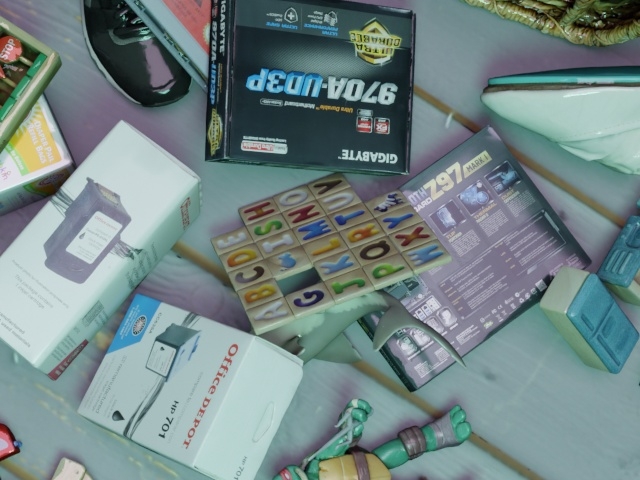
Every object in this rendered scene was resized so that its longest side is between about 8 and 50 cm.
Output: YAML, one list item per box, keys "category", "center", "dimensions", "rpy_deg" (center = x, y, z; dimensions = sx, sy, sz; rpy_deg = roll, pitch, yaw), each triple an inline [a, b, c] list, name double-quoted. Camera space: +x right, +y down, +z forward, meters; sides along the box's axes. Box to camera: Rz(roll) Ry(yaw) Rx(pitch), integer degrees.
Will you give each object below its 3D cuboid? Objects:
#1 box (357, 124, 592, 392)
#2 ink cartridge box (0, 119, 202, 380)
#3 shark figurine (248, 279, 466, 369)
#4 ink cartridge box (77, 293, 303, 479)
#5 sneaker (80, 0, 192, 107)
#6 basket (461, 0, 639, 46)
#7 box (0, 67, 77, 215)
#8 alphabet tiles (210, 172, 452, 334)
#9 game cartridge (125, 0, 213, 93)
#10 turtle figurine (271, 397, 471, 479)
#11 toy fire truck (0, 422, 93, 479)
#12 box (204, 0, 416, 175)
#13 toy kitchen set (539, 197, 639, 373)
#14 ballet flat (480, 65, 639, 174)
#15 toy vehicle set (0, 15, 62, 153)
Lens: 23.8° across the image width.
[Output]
- category: "box"
  center: [0.135, 0.019, 1.583]
  dimensions: [0.233, 0.059, 0.183]
  rpy_deg: [-36, 85, -8]
- category: "ink cartridge box"
  center: [-0.229, 0.013, 1.502]
  dimensions: [0.100, 0.172, 0.237]
  rpy_deg: [39, 80, 3]
- category: "shark figurine"
  center: [0.021, 0.097, 1.529]
  dimensions: [0.116, 0.278, 0.166]
  rpy_deg: [40, 43, -34]
- category: "ink cartridge box"
  center: [-0.128, 0.145, 1.480]
  dimensions: [0.082, 0.191, 0.139]
  rpy_deg: [35, 76, -42]
- category: "sneaker"
  center: [-0.212, -0.277, 1.576]
  dimensions: [0.107, 0.124, 0.283]
  rpy_deg: [-19, 83, -6]
- category: "basket"
  center: [0.268, -0.291, 1.524]
  dimensions: [0.223, 0.299, 0.213]
  rpy_deg: [-36, 86, -11]
- category: "box"
  center: [-0.360, -0.079, 1.543]
  dimensions: [0.203, 0.103, 0.114]
  rpy_deg: [-22, 83, -7]
- category: "alphabet tiles"
  center: [0.000, 0.000, 1.509]
  dimensions: [0.198, 0.237, 0.009]
  rpy_deg: [-21, 120, -7]
- category: "game cartridge"
  center: [-0.104, -0.284, 1.548]
  dimensions: [0.196, 0.060, 0.294]
  rpy_deg: [-51, 118, -17]
- category: "turtle figurine"
  center: [0.039, 0.238, 1.512]
  dimensions: [0.234, 0.118, 0.175]
  rpy_deg: [-6, 97, -21]
- category: "toy fire truck"
  center: [-0.275, 0.261, 1.521]
  dimensions: [0.135, 0.047, 0.192]
  rpy_deg: [-23, 82, -8]
- category: "box"
  center: [-0.009, -0.160, 1.552]
  dimensions: [0.220, 0.051, 0.175]
  rpy_deg: [4, 88, -30]
- category: "toy kitchen set"
  center: [0.354, 0.031, 1.517]
  dimensions: [0.122, 0.166, 0.207]
  rpy_deg: [46, 69, -40]
- category: "ballet flat"
  center: [0.372, -0.133, 1.600]
  dimensions: [0.400, 0.139, 0.139]
  rpy_deg: [-8, 81, -6]
- category: "toy vehicle set"
  center: [-0.394, -0.114, 1.474]
  dimensions: [0.166, 0.035, 0.267]
  rpy_deg: [31, 79, 3]
